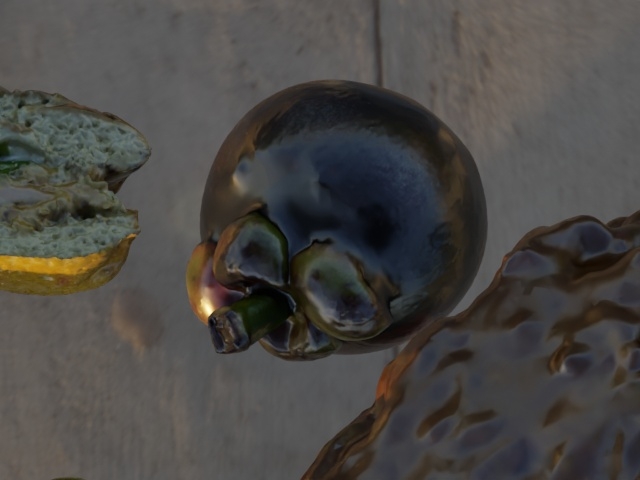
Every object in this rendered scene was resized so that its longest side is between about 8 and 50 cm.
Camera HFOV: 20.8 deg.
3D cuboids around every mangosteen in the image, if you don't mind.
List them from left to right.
[{"bbox_3d":[0.000,0.000,1.559,0.275,0.302,0.275,25,140,23],"label":"mangosteen"}]

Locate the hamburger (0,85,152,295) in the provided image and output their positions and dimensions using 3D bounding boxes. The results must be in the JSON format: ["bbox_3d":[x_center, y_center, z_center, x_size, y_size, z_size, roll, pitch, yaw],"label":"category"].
[{"bbox_3d":[-0.271,-0.036,1.300,0.283,0.156,0.144,5,75,-7],"label":"hamburger"}]

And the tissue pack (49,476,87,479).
[{"bbox_3d":[-0.265,0.288,1.502,0.178,0.127,0.123,-9,144,-8],"label":"tissue pack"}]

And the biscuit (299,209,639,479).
[{"bbox_3d":[0.133,0.174,1.009,0.395,0.166,0.342,-43,140,-4],"label":"biscuit"}]
